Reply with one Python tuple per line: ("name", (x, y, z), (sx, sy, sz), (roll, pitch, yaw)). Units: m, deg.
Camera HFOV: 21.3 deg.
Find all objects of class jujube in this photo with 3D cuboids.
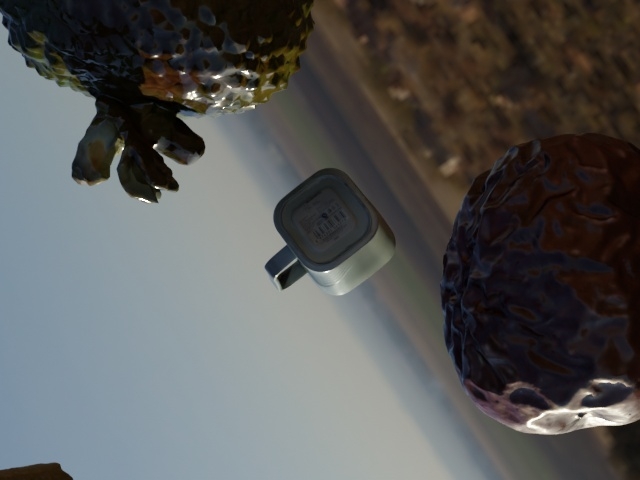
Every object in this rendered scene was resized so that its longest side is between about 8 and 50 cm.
("jujube", (0.199, 0.037, 1.392), (0.213, 0.213, 0.232), (59, -154, -70))

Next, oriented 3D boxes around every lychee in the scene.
("lychee", (-0.134, -0.209, 1.415), (0.270, 0.270, 0.319), (-126, 33, -71))

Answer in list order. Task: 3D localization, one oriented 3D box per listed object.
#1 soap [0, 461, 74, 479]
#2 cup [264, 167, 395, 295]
("soap", (-0.342, 0.376, 1.616), (0.335, 0.156, 0.293), (1, -117, -53))
("cup", (0.000, 0.000, 1.668), (0.095, 0.128, 0.129), (53, 180, 13))
